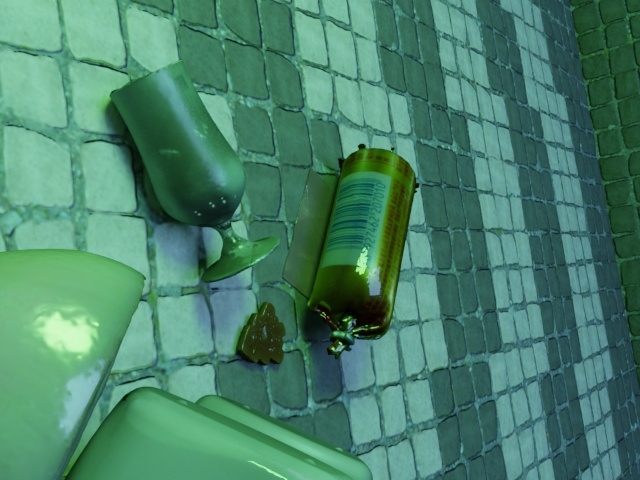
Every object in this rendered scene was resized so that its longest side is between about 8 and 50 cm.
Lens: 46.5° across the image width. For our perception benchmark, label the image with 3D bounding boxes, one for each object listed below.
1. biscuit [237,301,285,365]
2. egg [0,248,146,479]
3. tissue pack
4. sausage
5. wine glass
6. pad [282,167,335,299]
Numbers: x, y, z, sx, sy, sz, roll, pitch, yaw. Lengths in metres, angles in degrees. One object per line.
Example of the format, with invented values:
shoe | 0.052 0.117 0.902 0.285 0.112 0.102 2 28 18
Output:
biscuit | -0.074 0.123 0.925 0.092 0.016 0.082 -25 105 -53
egg | -0.241 0.089 0.554 0.161 0.206 0.271 25 17 -12
tissue pack | -0.086 0.264 0.614 0.333 0.229 0.236 61 51 -75
sausage | 0.060 0.024 1.046 0.125 0.117 0.317 33 53 -27
wine glass | -0.138 -0.077 0.822 0.103 0.103 0.231 -42 112 -51
pad | 0.000 0.000 1.073 0.113 0.006 0.188 43 48 -39
